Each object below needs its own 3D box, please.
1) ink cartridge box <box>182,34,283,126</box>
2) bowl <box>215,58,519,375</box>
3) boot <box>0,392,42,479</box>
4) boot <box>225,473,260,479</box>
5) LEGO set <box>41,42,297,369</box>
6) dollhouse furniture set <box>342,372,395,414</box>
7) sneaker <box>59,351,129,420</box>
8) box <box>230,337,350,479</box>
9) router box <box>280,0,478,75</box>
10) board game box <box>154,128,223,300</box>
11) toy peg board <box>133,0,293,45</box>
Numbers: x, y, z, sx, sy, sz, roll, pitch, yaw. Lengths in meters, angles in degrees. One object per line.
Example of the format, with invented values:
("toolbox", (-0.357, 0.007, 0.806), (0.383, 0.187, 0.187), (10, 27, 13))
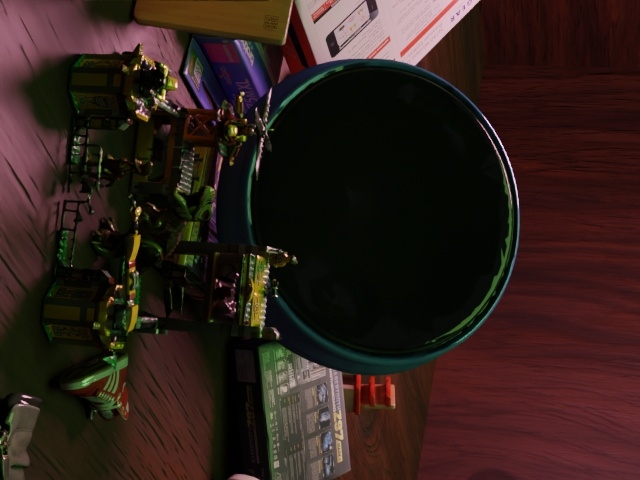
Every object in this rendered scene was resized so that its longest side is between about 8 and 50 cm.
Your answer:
("ink cartridge box", (-0.093, -0.292, 1.352), (0.186, 0.065, 0.311), (65, 34, -60))
("bowl", (0.069, -0.034, 1.262), (0.077, 0.391, 0.391), (165, -67, -67))
("boot", (-0.285, 0.234, 0.705), (0.338, 0.118, 0.223), (-60, 149, -81))
("boot", (-0.119, 0.451, 1.390), (0.176, 0.088, 0.244), (-54, 149, -60))
("LEGO set", (-0.126, -0.028, 1.032), (0.255, 0.192, 0.332), (46, 49, -70))
("dollhouse furniture set", (0.056, 0.156, 1.758), (0.262, 0.135, 0.259), (-84, 172, -67))
("sneaker", (-0.218, 0.152, 1.022), (0.118, 0.042, 0.067), (-20, 110, -76))
("box", (-0.039, 0.245, 1.509), (0.183, 0.059, 0.233), (-12, 99, -50))
("router box", (0.086, -0.349, 1.398), (0.335, 0.082, 0.301), (-45, 152, -12))
("board game box", (-0.143, -0.028, 1.248), (0.141, 0.048, 0.170), (55, 41, -64))
("toy peg board", (-0.105, -0.282, 1.142), (0.079, 0.161, 0.161), (95, 4, -71))
